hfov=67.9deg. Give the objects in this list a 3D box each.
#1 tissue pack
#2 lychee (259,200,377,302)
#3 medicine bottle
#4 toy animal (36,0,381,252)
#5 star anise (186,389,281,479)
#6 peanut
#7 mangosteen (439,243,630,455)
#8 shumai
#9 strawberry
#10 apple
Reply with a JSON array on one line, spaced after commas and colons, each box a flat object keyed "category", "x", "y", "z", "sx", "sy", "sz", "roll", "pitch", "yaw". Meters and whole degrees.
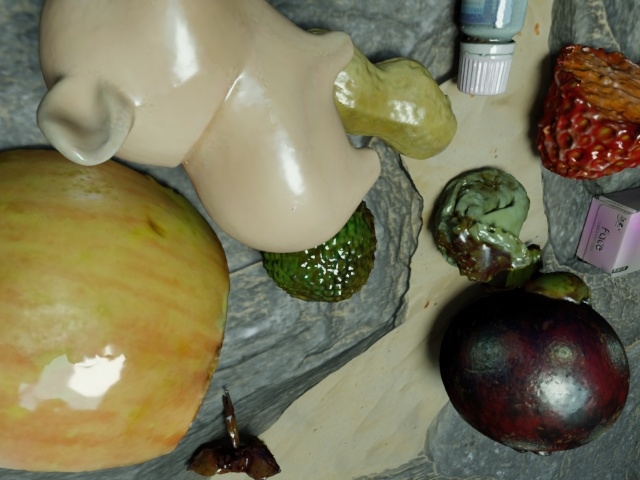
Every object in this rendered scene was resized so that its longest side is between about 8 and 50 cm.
[{"category": "tissue pack", "x": 0.665, "y": -0.030, "z": 0.979, "sx": 0.247, "sy": 0.092, "sz": 0.148, "roll": -12, "pitch": 120, "yaw": -20}, {"category": "lychee", "x": 0.000, "y": 0.000, "z": 0.632, "sx": 0.171, "sy": 0.171, "sz": 0.171, "roll": -12, "pitch": 121, "yaw": -21}, {"category": "medicine bottle", "x": 0.223, "y": -0.296, "z": 0.616, "sx": 0.084, "sy": 0.083, "sz": 0.203, "roll": -12, "pitch": 120, "yaw": -21}, {"category": "toy animal", "x": -0.097, "y": -0.124, "z": 0.457, "sx": 0.269, "sy": 0.237, "sz": 0.326, "roll": -28, "pitch": 111, "yaw": -13}, {"category": "star anise", "x": -0.142, "y": 0.330, "z": 0.805, "sx": 0.158, "sy": 0.144, "sz": 0.140, "roll": 2, "pitch": 161, "yaw": -20}, {"category": "peanut", "x": 0.066, "y": -0.178, "z": 0.596, "sx": 0.263, "sy": 0.101, "sz": 0.117, "roll": 10, "pitch": 86, "yaw": -28}, {"category": "mangosteen", "x": 0.364, "y": 0.187, "z": 0.844, "sx": 0.306, "sy": 0.306, "sz": 0.359, "roll": -4, "pitch": 86, "yaw": -25}, {"category": "shumai", "x": 0.275, "y": -0.019, "z": 0.760, "sx": 0.184, "sy": 0.142, "sz": 0.184, "roll": -12, "pitch": 124, "yaw": -19}, {"category": "strawberry", "x": 0.437, "y": -0.172, "z": 0.737, "sx": 0.234, "sy": 0.233, "sz": 0.178, "roll": -12, "pitch": 147, "yaw": -21}, {"category": "apple", "x": -0.277, "y": 0.064, "z": 0.500, "sx": 0.309, "sy": 0.252, "sz": 0.314, "roll": 25, "pitch": 59, "yaw": -35}]
